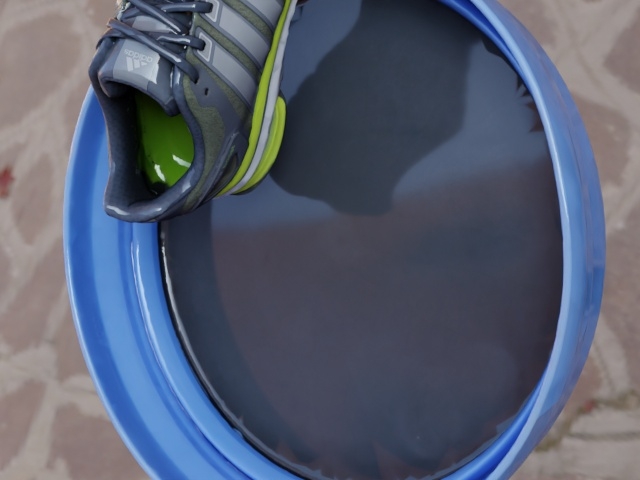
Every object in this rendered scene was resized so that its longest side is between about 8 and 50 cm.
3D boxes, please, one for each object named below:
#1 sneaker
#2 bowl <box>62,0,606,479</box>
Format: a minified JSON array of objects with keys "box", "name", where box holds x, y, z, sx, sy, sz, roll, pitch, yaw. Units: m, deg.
[{"box":[-0.072,-0.136,0.866,0.111,0.121,0.300,15,123,18],"name":"sneaker"},{"box":[0.000,0.000,0.946,0.391,0.077,0.391,3,95,37],"name":"bowl"}]
